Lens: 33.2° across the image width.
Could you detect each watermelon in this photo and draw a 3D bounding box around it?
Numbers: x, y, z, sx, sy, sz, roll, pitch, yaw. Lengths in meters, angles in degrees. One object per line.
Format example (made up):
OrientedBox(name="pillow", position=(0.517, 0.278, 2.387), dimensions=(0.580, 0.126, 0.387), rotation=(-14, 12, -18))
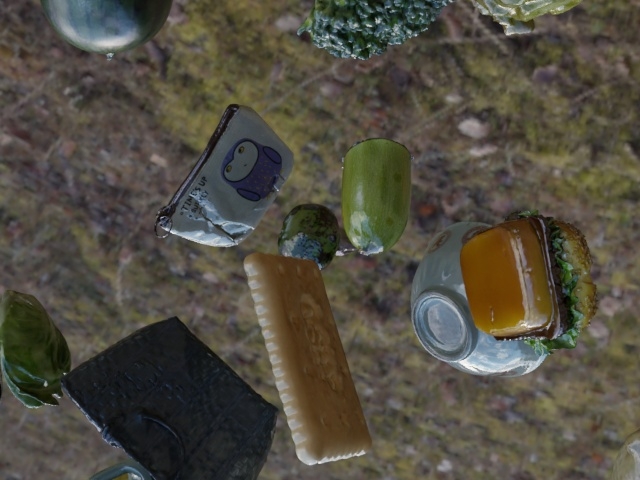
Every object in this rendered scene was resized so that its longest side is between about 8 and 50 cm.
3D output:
OrientedBox(name="watermelon", position=(-0.385, -0.454, 1.931), dimensions=(0.242, 0.242, 0.242), rotation=(16, 150, 10))

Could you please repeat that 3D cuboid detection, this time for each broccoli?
OrientedBox(name="broccoli", position=(0.110, -0.441, 1.766), dimensions=(0.272, 0.324, 0.334), rotation=(38, 115, -18))

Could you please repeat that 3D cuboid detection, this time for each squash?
OrientedBox(name="squash", position=(0.085, -0.061, 1.722), dimensions=(0.123, 0.186, 0.123), rotation=(4, 147, 3))

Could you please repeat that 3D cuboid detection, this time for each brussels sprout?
OrientedBox(name="brussels sprout", position=(-0.434, 0.162, 1.605), dimensions=(0.100, 0.181, 0.139), rotation=(-6, 163, 9))

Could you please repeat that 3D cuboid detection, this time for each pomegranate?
OrientedBox(name="pomegranate", position=(-0.011, -0.003, 2.083), dimensions=(0.126, 0.138, 0.163), rotation=(14, -175, 32))

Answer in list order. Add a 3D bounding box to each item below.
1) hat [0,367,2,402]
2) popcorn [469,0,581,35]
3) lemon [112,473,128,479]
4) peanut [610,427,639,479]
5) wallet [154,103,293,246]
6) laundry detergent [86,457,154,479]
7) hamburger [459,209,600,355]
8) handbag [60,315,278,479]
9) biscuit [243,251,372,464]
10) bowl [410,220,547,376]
OrientedBox(name="hat", position=(-0.501, 0.140, 1.261), dimensions=(0.275, 0.232, 0.161), rotation=(55, 154, -10))
OrientedBox(name="popcorn", position=(0.258, -0.399, 1.477), dimensions=(0.233, 0.192, 0.266), rotation=(34, 152, 29))
OrientedBox(name="lemon", position=(-0.267, 0.516, 1.943), dimensions=(0.285, 0.316, 0.285), rotation=(-10, 126, -14))
OrientedBox(name="peanut", position=(0.313, 0.243, 1.024), dimensions=(0.099, 0.099, 0.214), rotation=(11, 134, 18))
OrientedBox(name="wallet", position=(-0.197, -0.120, 2.343), dimensions=(0.068, 0.335, 0.275), rotation=(35, -176, 38))
OrientedBox(name="laundry detergent", position=(-0.247, 0.336, 1.401), dimensions=(0.070, 0.226, 0.099), rotation=(1, 108, 60))
OrientedBox(name="hamburger", position=(0.199, 0.040, 1.013), dimensions=(0.087, 0.137, 0.166), rotation=(-8, 177, -15))
OrientedBox(name="handbag", position=(-0.173, 0.216, 1.311), dimensions=(0.270, 0.175, 0.088), rotation=(42, 139, 0))
OrientedBox(name="biscuit", position=(-0.011, 0.133, 1.250), dimensions=(0.030, 0.249, 0.160), rotation=(-24, 164, 25))
OrientedBox(name="bowl", position=(0.281, 0.142, 2.109), dimensions=(0.337, 0.157, 0.337), rotation=(23, 124, 39))
